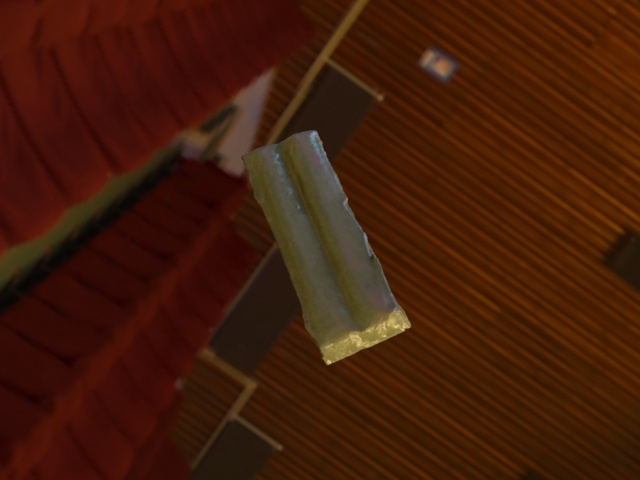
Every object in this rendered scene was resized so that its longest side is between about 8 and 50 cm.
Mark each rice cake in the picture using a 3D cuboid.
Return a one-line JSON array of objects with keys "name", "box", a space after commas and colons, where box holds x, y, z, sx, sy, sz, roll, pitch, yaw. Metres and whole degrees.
[{"name": "rice cake", "box": [0.000, 0.000, 1.174, 0.085, 0.226, 0.040, -26, 152, 4]}]
